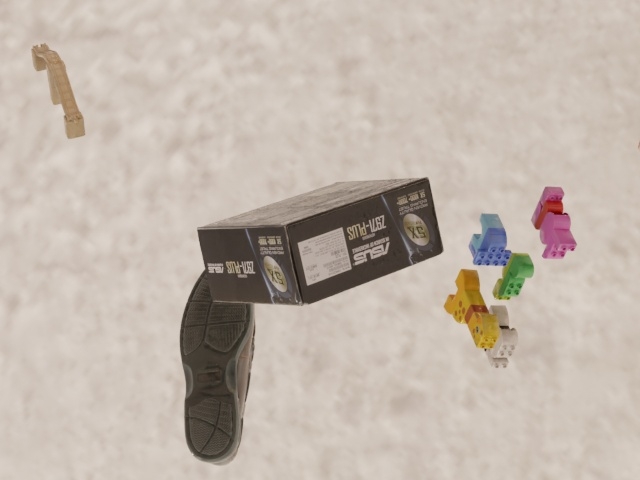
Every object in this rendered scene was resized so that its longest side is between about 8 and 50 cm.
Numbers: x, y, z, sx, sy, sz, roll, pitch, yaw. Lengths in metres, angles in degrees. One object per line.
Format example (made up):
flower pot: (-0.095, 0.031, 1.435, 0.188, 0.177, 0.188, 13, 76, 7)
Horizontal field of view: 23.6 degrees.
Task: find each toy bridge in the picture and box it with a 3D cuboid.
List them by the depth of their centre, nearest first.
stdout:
toy bridge: (-0.346, -0.208, 2.014, 0.026, 0.063, 0.188, -15, 43, -17)

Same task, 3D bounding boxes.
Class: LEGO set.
LEGO set: (0.190, 0.058, 1.600, 0.093, 0.087, 0.227, -108, 27, -45)

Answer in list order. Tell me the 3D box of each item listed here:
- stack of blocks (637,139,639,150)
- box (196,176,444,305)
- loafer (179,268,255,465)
stack of blocks: (0.492, -0.079, 1.531, 0.171, 0.087, 0.297, -31, 56, -29)
box: (0.000, 0.000, 1.456, 0.180, 0.077, 0.147, -20, 12, -37)
loafer: (-0.132, 0.162, 1.999, 0.096, 0.084, 0.267, 1, 72, 11)
